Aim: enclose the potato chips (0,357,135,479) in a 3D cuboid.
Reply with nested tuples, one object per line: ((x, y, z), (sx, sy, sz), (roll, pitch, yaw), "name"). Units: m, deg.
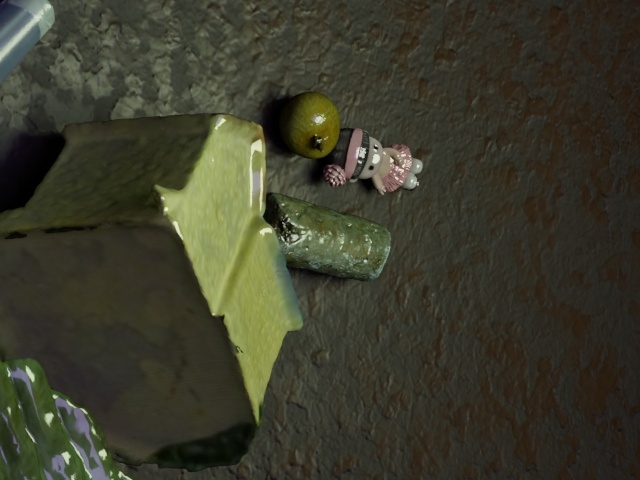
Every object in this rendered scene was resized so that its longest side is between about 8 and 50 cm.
((-0.290, 0.281, 1.652), (0.389, 0.097, 0.373), (58, 46, -33), "potato chips")

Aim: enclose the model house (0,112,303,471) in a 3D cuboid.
((-0.169, 0.025, 1.839), (0.266, 0.261, 0.321), (-67, 147, -48), "model house")

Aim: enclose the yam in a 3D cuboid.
((0.000, 0.000, 2.039), (0.179, 0.078, 0.078), (16, 80, -38), "yam")

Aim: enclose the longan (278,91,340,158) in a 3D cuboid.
((-0.009, -0.123, 2.028), (0.075, 0.083, 0.075), (-10, 127, -13), "longan")

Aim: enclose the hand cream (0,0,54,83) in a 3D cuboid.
((-0.350, -0.145, 1.784), (0.079, 0.048, 0.255), (50, 64, -21), "hand cream")

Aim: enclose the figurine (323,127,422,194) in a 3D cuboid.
((0.055, -0.084, 2.101), (0.129, 0.054, 0.072), (17, 94, -44), "figurine")
